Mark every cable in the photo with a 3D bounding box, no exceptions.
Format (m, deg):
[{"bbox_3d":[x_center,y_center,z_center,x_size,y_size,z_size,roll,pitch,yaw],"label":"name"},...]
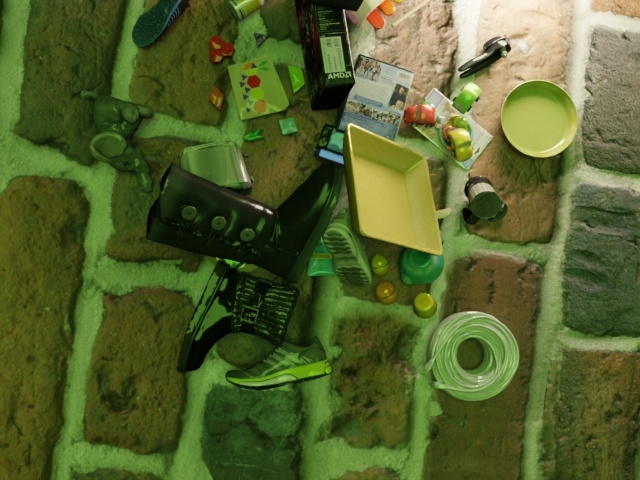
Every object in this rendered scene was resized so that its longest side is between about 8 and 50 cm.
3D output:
[{"bbox_3d":[0.438,0.335,1.749,0.257,0.089,0.257,25,84,-3],"label":"cable"}]

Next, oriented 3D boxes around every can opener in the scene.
[{"bbox_3d":[0.501,-0.552,1.840,0.186,0.073,0.059,-37,128,-3],"label":"can opener"}]

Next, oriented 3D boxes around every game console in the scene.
[{"bbox_3d":[0.062,-0.273,1.766,0.144,0.085,0.124,19,85,-3],"label":"game console"}]

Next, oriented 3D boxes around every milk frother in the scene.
[{"bbox_3d":[0.495,-0.103,1.759,0.143,0.134,0.129,10,116,-1],"label":"milk frother"}]

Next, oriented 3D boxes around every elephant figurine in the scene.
[{"bbox_3d":[-0.570,-0.274,1.697,0.186,0.169,0.239,21,101,26],"label":"elephant figurine"}]

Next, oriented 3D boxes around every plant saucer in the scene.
[{"bbox_3d":[0.184,-0.123,1.674,0.333,0.081,0.332,14,61,-39],"label":"plant saucer"},{"bbox_3d":[0.662,-0.368,1.840,0.241,0.037,0.240,0,85,-4],"label":"plant saucer"}]

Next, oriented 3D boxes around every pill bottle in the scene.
[{"bbox_3d":[-0.210,-0.711,1.788,0.116,0.065,0.065,-35,89,-5],"label":"pill bottle"}]

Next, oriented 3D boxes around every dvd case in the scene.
[{"bbox_3d":[0.164,-0.418,1.805,0.180,0.022,0.253,17,80,-3],"label":"dvd case"}]

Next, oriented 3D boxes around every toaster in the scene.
[{"bbox_3d":[-0.309,-0.192,1.715,0.227,0.129,0.146,-11,83,-3],"label":"toaster"}]

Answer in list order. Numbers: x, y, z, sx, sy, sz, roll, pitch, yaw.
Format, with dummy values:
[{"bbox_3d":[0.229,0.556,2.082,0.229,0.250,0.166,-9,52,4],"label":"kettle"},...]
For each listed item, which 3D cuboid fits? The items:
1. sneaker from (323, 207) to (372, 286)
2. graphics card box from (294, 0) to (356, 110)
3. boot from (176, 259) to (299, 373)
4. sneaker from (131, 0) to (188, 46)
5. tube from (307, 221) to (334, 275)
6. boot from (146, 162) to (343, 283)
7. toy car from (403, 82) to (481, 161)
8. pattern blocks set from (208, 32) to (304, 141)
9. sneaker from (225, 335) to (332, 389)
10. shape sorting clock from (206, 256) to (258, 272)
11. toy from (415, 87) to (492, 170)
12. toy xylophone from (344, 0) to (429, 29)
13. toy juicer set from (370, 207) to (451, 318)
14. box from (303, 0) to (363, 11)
[{"bbox_3d":[0.096,0.028,1.681,0.105,0.281,0.115,8,54,23],"label":"sneaker"},{"bbox_3d":[0.007,-0.579,1.710,0.094,0.233,0.370,-9,88,-12],"label":"graphics card box"},{"bbox_3d":[-0.231,0.249,1.679,0.260,0.131,0.347,25,94,-8],"label":"boot"},{"bbox_3d":[-0.456,-0.660,1.766,0.081,0.090,0.232,45,105,-1],"label":"sneaker"},{"bbox_3d":[0.000,0.000,1.765,0.080,0.052,0.207,0,91,9],"label":"tube"},{"bbox_3d":[-0.203,-0.107,1.617,0.445,0.146,0.367,21,103,-15],"label":"boot"},{"bbox_3d":[0.393,-0.377,1.760,0.239,0.053,0.225,38,82,4],"label":"toy car"},{"bbox_3d":[-0.190,-0.456,1.790,0.286,0.026,0.324,-6,86,-4],"label":"pattern blocks set"},{"bbox_3d":[-0.121,0.351,1.711,0.300,0.111,0.121,-9,71,-6],"label":"sneaker"},{"bbox_3d":[-0.240,-0.006,1.747,0.206,0.040,0.206,0,88,-8],"label":"shape sorting clock"},{"bbox_3d":[0.395,-0.338,1.809,0.237,0.056,0.137,38,86,-1],"label":"toy"},{"bbox_3d":[0.210,-0.763,1.813,0.323,0.081,0.236,-33,89,-6],"label":"toy xylophone"},{"bbox_3d":[0.258,0.055,1.768,0.209,0.089,0.328,8,73,17],"label":"toy juicer set"},{"bbox_3d":[0.042,-0.719,1.556,0.153,0.108,0.207,6,84,-12],"label":"box"}]
